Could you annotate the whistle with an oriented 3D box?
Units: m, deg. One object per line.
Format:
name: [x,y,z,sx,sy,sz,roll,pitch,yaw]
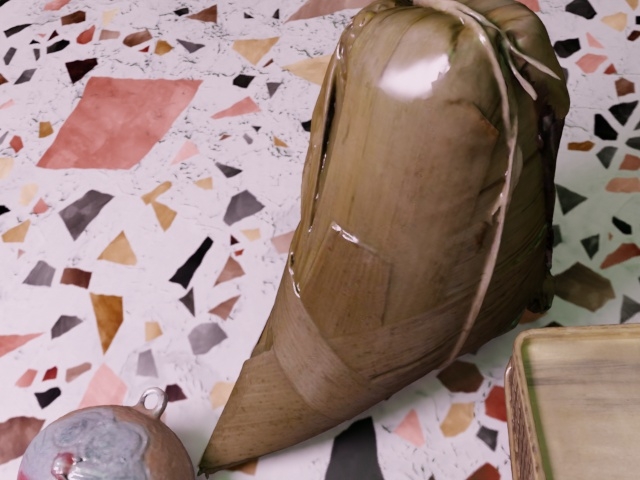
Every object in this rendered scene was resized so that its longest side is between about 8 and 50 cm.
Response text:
whistle: [-0.249,0.310,0.700,0.189,0.189,0.348,19,76,20]

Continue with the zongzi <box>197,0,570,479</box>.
zongzi: [0.013,0.013,0.621,0.467,0.500,0.218,-39,55,-13]

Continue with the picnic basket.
picnic basket: [0.293,0.237,0.606,0.227,0.175,0.313,-4,44,8]
